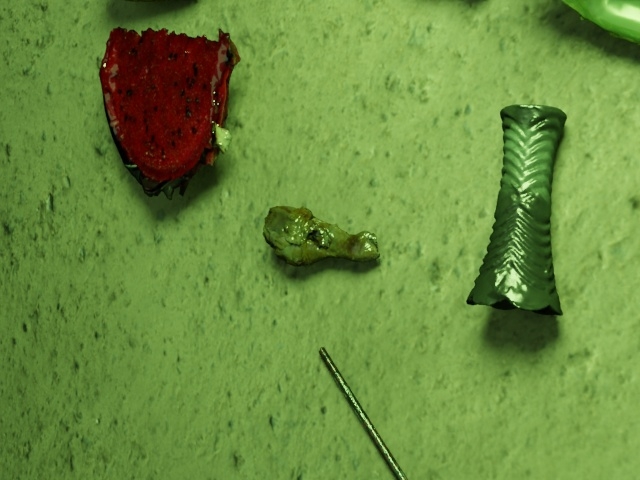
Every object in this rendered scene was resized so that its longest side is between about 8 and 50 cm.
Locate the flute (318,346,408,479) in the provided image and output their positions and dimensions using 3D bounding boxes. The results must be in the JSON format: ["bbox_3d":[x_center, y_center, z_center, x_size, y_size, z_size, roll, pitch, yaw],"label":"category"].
[{"bbox_3d":[0.068,0.258,1.114,0.014,0.014,0.269,-48,60,26],"label":"flute"}]

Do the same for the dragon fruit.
[{"bbox_3d":[-0.250,-0.212,1.341,0.343,0.100,0.282,20,101,40],"label":"dragon fruit"}]

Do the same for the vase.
[{"bbox_3d":[0.240,-0.036,0.948,0.115,0.115,0.238,3,84,38],"label":"vase"}]

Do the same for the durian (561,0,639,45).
[{"bbox_3d":[0.324,-0.278,0.809,0.394,0.198,0.163,27,117,11],"label":"durian"}]

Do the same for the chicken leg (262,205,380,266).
[{"bbox_3d":[0.001,0.002,1.159,0.197,0.069,0.085,11,70,32],"label":"chicken leg"}]
